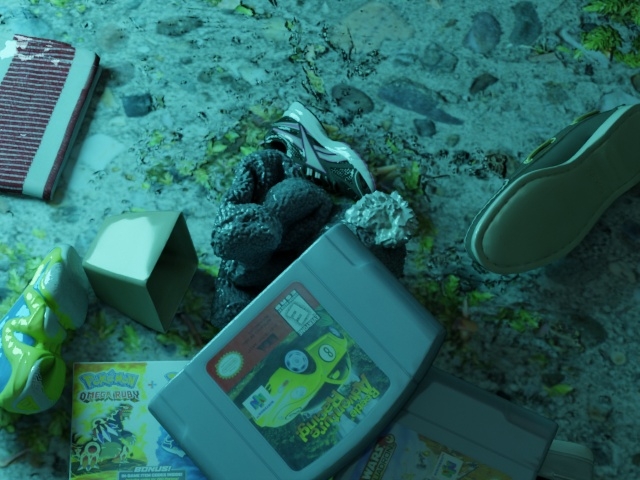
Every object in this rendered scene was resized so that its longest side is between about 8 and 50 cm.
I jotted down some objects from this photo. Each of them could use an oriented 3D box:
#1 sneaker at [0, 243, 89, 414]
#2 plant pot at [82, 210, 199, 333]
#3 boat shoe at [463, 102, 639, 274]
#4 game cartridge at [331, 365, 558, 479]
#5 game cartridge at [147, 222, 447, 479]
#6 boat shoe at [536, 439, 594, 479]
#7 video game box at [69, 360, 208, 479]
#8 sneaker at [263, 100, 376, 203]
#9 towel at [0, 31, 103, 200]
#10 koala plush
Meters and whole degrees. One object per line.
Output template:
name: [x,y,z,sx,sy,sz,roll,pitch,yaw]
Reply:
sneaker: [-0.344,0.097,1.511,0.126,0.091,0.240,-10,38,13]
plant pot: [-0.215,0.028,1.562,0.096,0.109,0.109,13,57,17]
boat shoe: [0.295,-0.066,1.672,0.324,0.097,0.116,-38,110,-21]
game cartridge: [0.107,0.288,1.418,0.198,0.062,0.297,25,75,5]
game cartridge: [-0.018,0.147,1.412,0.294,0.060,0.196,-44,77,0]
boat shoe: [0.216,0.257,1.489,0.184,0.066,0.063,11,56,-10]
video game box: [-0.174,0.224,1.475,0.205,0.048,0.187,-1,57,-6]
sneaker: [-0.003,-0.093,1.685,0.077,0.072,0.178,-39,61,-13]
towel: [-0.469,-0.184,1.704,0.329,0.037,0.237,13,59,2]
koala plush: [0.000,0.000,1.552,0.221,0.196,0.203,11,48,5]
